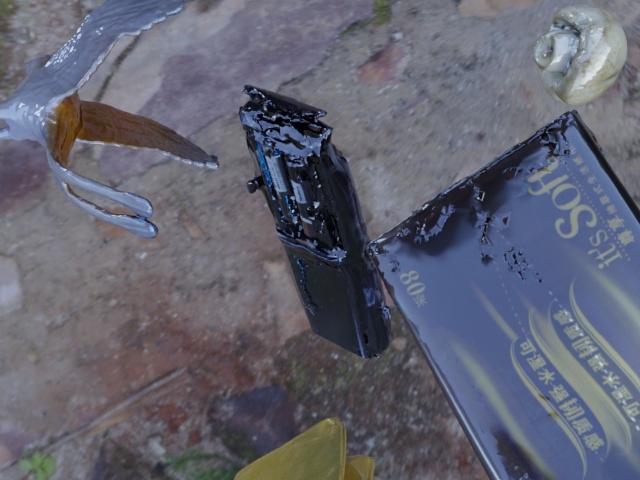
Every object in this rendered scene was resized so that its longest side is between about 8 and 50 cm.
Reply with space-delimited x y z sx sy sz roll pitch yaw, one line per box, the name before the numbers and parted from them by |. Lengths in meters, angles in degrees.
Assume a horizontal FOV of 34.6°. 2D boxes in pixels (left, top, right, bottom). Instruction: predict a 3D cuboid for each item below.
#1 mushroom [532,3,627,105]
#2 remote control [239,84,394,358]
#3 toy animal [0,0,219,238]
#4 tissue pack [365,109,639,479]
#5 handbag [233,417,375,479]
mushroom | 0.354 -0.254 1.411 0.112 0.148 0.148 2 109 -26
remote control | 0.000 0.000 1.153 0.145 0.062 0.398 23 150 31
toy animal | -0.282 -0.113 1.146 0.302 0.284 0.225 4 132 12
tissue pack | 0.217 0.108 0.812 0.210 0.198 0.370 -35 68 15
handbag | -0.056 0.498 1.662 0.283 0.401 0.133 -25 118 22
